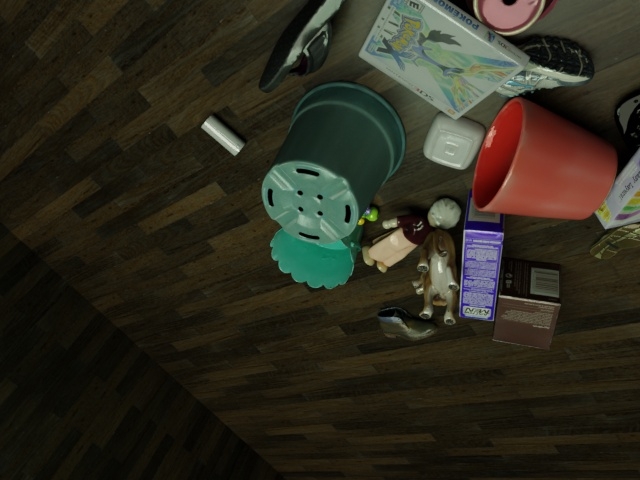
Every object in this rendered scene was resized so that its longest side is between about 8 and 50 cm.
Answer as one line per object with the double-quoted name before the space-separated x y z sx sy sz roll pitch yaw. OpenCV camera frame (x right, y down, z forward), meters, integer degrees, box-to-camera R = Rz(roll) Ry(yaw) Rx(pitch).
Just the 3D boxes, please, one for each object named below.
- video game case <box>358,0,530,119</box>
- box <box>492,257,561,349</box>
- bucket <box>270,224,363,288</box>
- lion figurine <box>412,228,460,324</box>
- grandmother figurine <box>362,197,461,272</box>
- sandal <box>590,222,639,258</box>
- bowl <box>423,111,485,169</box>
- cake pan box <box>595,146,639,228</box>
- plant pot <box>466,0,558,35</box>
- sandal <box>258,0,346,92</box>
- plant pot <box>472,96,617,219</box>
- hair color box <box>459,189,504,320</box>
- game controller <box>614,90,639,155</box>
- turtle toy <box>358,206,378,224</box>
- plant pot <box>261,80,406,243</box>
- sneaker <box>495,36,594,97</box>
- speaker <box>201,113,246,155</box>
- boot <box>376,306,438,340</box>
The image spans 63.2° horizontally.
"video game case" 0.249 -0.407 1.148 0.300 0.036 0.329 32 171 -5
"box" 0.615 0.188 1.558 0.167 0.168 0.203 7 132 18
"bucket" 0.000 0.000 1.662 0.281 0.183 0.281 14 135 14
"lion figurine" 0.347 0.079 1.508 0.142 0.240 0.392 9 140 10
"grandmother figurine" 0.276 -0.022 1.582 0.208 0.104 0.342 20 141 -35
"sandal" 0.797 -0.007 1.387 0.072 0.049 0.180 34 150 1
"bowl" 0.346 -0.252 1.363 0.142 0.053 0.142 20 136 5
"cake pan box" 0.777 -0.138 1.136 0.267 0.070 0.245 -12 152 -7
"plant pot" 0.378 -0.501 1.029 0.202 0.180 0.201 14 135 14
"sandal" -0.008 -0.490 1.241 0.107 0.167 0.446 27 139 -26
"plant pot" 0.526 -0.171 1.226 0.243 0.274 0.274 15 135 -3
"hair color box" 0.462 0.047 1.488 0.110 0.185 0.338 6 133 17
"game controller" 0.811 -0.290 1.102 0.319 0.067 0.166 -23 118 37
"turtle toy" 0.126 -0.100 1.587 0.066 0.095 0.130 -35 128 18
"plant pot" 0.025 -0.187 1.372 0.341 0.334 0.341 13 135 13
"sneaker" 0.460 -0.383 1.175 0.283 0.110 0.122 14 152 16
"speaker" -0.297 -0.323 1.594 0.136 0.055 0.055 40 134 -13
"boot" 0.305 0.296 1.864 0.219 0.082 0.106 -9 128 34
